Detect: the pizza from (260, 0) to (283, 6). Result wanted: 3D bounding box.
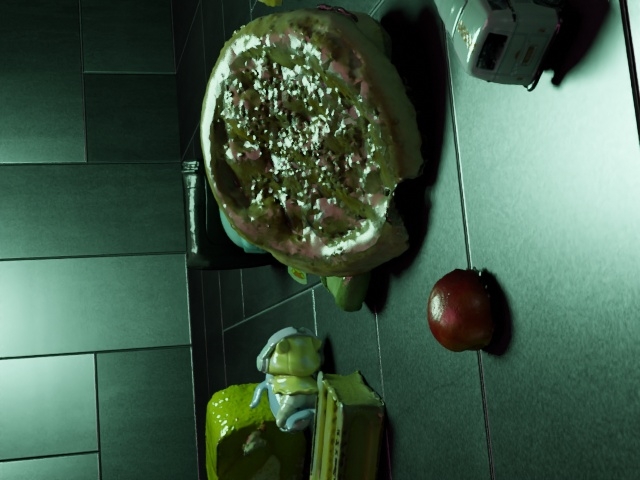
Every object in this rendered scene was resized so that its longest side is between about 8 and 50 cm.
[{"bbox_3d":[-0.098,-0.590,1.703,0.223,0.089,0.324,-163,73,-67],"label":"pizza"}]

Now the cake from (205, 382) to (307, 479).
[{"bbox_3d":[-0.125,0.413,1.772,0.156,0.179,0.261,-118,27,-58],"label":"cake"}]

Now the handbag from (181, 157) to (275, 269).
[{"bbox_3d":[-0.189,-0.052,1.860,0.080,0.246,0.223,-5,89,33],"label":"handbag"}]

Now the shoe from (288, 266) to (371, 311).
[{"bbox_3d":[0.007,0.000,1.387,0.140,0.128,0.262,85,174,-49],"label":"shoe"}]

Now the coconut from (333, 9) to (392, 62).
[{"bbox_3d":[0.026,-0.253,1.243,0.116,0.122,0.116,177,90,-74],"label":"coconut"}]

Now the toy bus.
[{"bbox_3d":[0.154,-0.231,0.859,0.087,0.088,0.194,107,156,-48],"label":"toy bus"}]

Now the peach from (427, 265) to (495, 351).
[{"bbox_3d":[0.145,0.075,0.981,0.098,0.061,0.098,172,90,-79],"label":"peach"}]

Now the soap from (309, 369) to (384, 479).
[{"bbox_3d":[0.037,0.322,1.372,0.135,0.076,0.234,-135,46,-68],"label":"soap"}]

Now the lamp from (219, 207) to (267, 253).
[{"bbox_3d":[-0.115,-0.072,1.719,0.284,0.147,0.210,-134,42,-67],"label":"lamp"}]

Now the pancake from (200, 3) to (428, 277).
[{"bbox_3d":[-0.015,-0.122,1.212,0.382,0.071,0.383,19,121,35],"label":"pancake"}]

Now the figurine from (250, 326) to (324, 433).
[{"bbox_3d":[-0.042,0.245,1.566,0.208,0.128,0.184,-133,45,-55],"label":"figurine"}]
